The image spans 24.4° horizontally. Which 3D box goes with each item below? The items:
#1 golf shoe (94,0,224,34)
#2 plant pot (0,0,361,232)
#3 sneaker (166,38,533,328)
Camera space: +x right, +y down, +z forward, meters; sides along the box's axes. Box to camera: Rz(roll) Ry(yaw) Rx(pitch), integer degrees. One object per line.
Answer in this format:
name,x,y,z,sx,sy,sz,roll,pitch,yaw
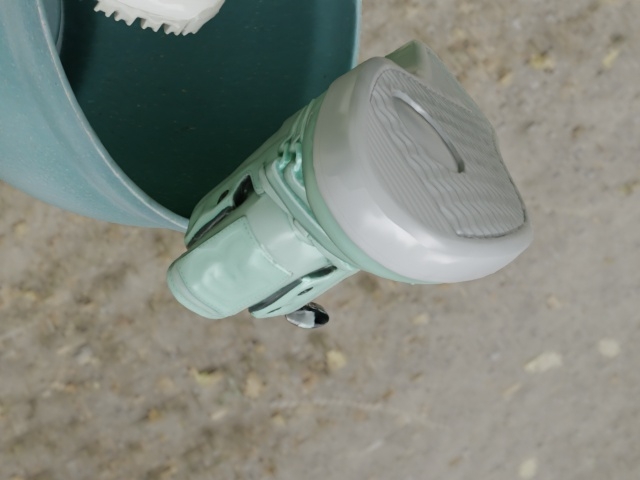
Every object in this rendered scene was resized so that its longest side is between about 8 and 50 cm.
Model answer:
golf shoe,-0.081,-0.146,0.509,0.086,0.069,0.176,-27,124,32
plant pot,-0.133,-0.146,0.834,0.196,0.293,0.293,-1,162,33
sneaker,0.000,0.000,0.605,0.151,0.094,0.256,-39,-175,13
